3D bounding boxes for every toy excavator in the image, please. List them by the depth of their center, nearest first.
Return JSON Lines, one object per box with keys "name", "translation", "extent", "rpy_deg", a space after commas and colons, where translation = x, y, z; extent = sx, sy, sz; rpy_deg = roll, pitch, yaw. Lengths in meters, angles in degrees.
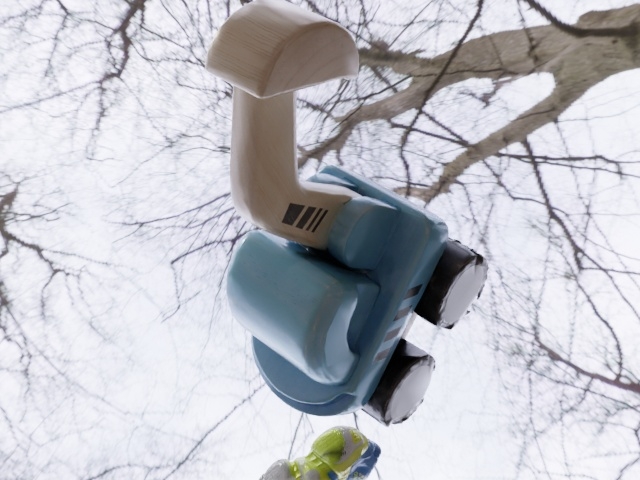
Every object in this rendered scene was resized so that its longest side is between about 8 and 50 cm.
{"name": "toy excavator", "translation": [0.000, 0.000, 0.960], "extent": [0.222, 0.445, 0.432], "rpy_deg": [32, -76, 32]}

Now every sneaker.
{"name": "sneaker", "translation": [0.003, 0.386, 1.406], "extent": [0.126, 0.091, 0.240], "rpy_deg": [23, -51, -40]}
